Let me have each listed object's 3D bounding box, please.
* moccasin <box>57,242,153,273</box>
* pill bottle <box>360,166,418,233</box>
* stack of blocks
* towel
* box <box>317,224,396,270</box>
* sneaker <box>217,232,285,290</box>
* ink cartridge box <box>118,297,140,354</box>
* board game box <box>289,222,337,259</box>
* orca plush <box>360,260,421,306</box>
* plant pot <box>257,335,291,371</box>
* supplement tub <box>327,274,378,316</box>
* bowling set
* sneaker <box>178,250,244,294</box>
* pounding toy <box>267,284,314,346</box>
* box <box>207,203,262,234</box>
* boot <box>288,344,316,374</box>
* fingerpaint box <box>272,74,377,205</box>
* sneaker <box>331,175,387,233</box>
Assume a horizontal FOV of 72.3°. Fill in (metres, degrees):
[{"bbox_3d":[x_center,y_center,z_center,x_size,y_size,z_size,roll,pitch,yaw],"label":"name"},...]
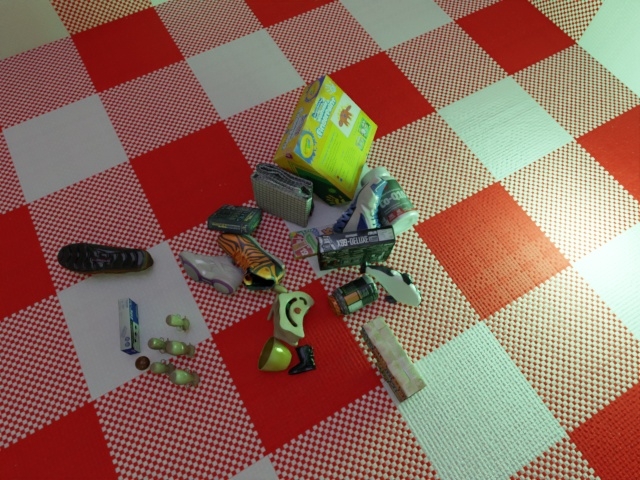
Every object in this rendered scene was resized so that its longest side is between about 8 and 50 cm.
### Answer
[{"bbox_3d":[-0.913,0.077,1.868,0.379,0.147,0.139,-3,79,-6],"label":"moccasin"},{"bbox_3d":[0.303,-0.183,1.971,0.161,0.161,0.283,-24,67,-11],"label":"pill bottle"},{"bbox_3d":[0.267,0.452,1.666,0.087,0.171,0.297,-28,67,-13],"label":"stack of blocks"},{"bbox_3d":[-0.157,-0.206,1.943,0.283,0.235,0.121,22,61,10],"label":"towel"},{"bbox_3d":[0.142,0.037,1.821,0.307,0.242,0.077,-9,69,-3],"label":"box"},{"bbox_3d":[-0.304,0.086,1.802,0.321,0.125,0.180,29,31,1],"label":"sneaker"},{"bbox_3d":[-0.765,0.343,1.754,0.046,0.097,0.207,-12,66,-6],"label":"ink cartridge box"},{"bbox_3d":[0.000,0.000,1.956,0.259,0.039,0.124,-11,65,-8],"label":"board game box"},{"bbox_3d":[0.306,0.177,1.864,0.287,0.102,0.151,19,111,19],"label":"orca plush"},{"bbox_3d":[-0.170,0.452,1.699,0.095,0.134,0.134,27,65,-16],"label":"plant pot"},{"bbox_3d":[0.132,0.229,1.801,0.190,0.117,0.117,-24,67,-11],"label":"supplement tub"},{"bbox_3d":[-0.597,0.442,1.704,0.199,0.154,0.287,-16,66,13],"label":"bowling set"},{"bbox_3d":[-0.462,0.118,1.874,0.305,0.114,0.152,27,49,12],"label":"sneaker"},{"bbox_3d":[-0.121,0.306,1.778,0.154,0.155,0.270,13,45,-21],"label":"pounding toy"},{"bbox_3d":[-0.366,-0.094,1.905,0.183,0.059,0.233,6,20,3],"label":"box"},{"bbox_3d":[-0.078,0.469,1.726,0.121,0.045,0.099,-11,67,-13],"label":"boot"},{"bbox_3d":[0.033,-0.445,1.988,0.371,0.163,0.445,35,61,-32],"label":"fingerpaint box"},{"bbox_3d":[0.210,-0.114,1.885,0.182,0.127,0.316,39,110,6],"label":"sneaker"}]
